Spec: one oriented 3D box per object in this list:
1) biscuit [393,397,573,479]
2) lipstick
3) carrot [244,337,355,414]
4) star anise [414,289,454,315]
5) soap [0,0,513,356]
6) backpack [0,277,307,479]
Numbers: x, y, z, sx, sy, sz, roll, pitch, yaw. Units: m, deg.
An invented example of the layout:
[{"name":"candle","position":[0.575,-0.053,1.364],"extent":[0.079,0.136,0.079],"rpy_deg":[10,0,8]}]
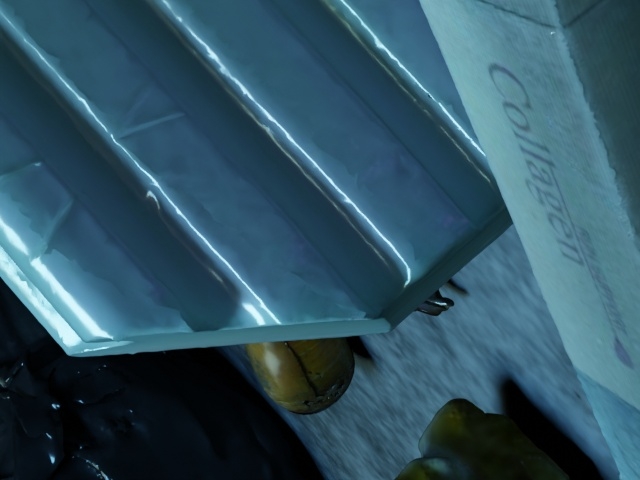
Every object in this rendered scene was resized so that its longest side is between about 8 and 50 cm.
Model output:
[{"name":"biscuit","position":[0.168,0.247,0.886],"extent":[0.366,0.115,0.268],"rpy_deg":[43,164,30]},{"name":"lipstick","position":[0.084,-0.038,0.534],"extent":[0.066,0.068,0.317],"rpy_deg":[34,157,48]},{"name":"carrot","position":[-0.029,0.022,1.047],"extent":[0.055,0.055,0.161],"rpy_deg":[25,144,58]},{"name":"star anise","position":[-0.010,-0.007,0.893],"extent":[0.129,0.056,0.124],"rpy_deg":[39,166,-17]},{"name":"soap","position":[-0.073,-0.076,0.696],"extent":[0.289,0.173,0.095],"rpy_deg":[48,166,8]},{"name":"backpack","position":[-0.201,0.164,1.514],"extent":[0.446,0.255,0.363],"rpy_deg":[43,157,37]}]
